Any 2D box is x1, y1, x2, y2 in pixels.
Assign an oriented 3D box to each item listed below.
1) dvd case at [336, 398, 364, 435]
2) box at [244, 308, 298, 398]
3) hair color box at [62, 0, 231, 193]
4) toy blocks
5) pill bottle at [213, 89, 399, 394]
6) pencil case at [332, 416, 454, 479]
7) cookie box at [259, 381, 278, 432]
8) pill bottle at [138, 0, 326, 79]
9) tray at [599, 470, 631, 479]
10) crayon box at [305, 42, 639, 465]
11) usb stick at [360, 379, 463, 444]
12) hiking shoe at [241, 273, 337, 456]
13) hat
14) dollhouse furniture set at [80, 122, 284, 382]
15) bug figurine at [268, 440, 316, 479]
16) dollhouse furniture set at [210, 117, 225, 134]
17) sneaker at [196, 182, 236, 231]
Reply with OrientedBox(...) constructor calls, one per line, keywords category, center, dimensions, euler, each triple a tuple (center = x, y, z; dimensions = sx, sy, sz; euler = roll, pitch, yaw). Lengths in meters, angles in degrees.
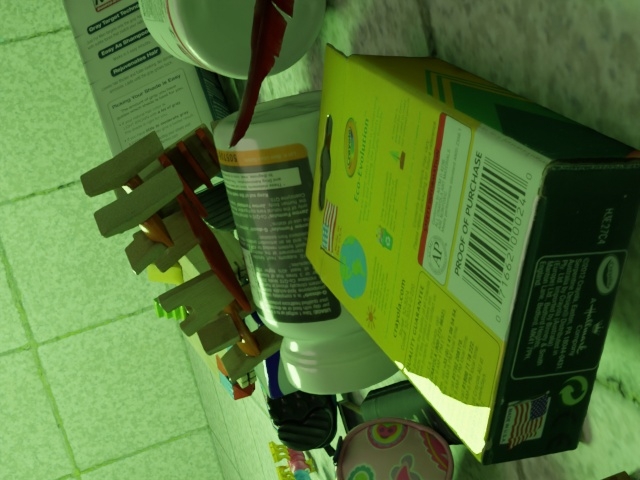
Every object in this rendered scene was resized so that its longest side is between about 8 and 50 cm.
OrientedBox(category="dvd case", center=(0.084, 0.307, 1.205), dimensions=(0.221, 0.018, 0.165), euler=(174, 78, -73))
OrientedBox(category="box", center=(-0.019, 0.114, 1.123), dimensions=(0.072, 0.137, 0.126), euler=(-129, 26, -52))
OrientedBox(category="hair color box", center=(-0.250, -0.239, 1.363), dimensions=(0.347, 0.174, 0.105), euler=(70, -166, 9))
OrientedBox(category="toy blocks", center=(-0.159, 0.144, 1.621), dimensions=(0.261, 0.190, 0.381), euler=(46, 151, 35))
OrientedBox(category="pill bottle", center=(0.000, 0.000, 0.894), dimensions=(0.162, 0.162, 0.278), euler=(-147, 42, -66))
OrientedBox(category="pencil case", center=(0.082, 0.291, 0.939), dimensions=(0.284, 0.124, 0.124), euler=(77, 167, -54))
OrientedBox(category="cookie box", center=(-0.076, 0.320, 1.714), dimensions=(0.092, 0.040, 0.107), euler=(-166, 59, -71))
OrientedBox(category="pill bottle", center=(-0.112, -0.269, 0.987), dimensions=(0.283, 0.160, 0.160), euler=(-142, 38, -65))
OrientedBox(category="tray", center=(0.203, 0.351, 0.751), dimensions=(0.411, 0.076, 0.203), euler=(103, 146, -60))
OrientedBox(category="crayon box", center=(0.085, -0.016, 0.655), dimensions=(0.318, 0.081, 0.202), euler=(-133, 44, -56))
OrientedBox(category="usb stick", center=(0.102, 0.186, 0.960), dimensions=(0.077, 0.045, 0.278), euler=(66, 163, 8))
OrientedBox(category="hiking shoe", center=(-0.049, 0.173, 1.345), dimensions=(0.132, 0.113, 0.304), euler=(56, -160, -67))
OrientedBox(category="hat", center=(-0.046, -0.224, 0.668), dimensions=(0.208, 0.183, 0.173), euler=(57, 170, 8))
OrientedBox(category="dollhouse furniture set", center=(-0.136, -0.017, 0.999), dimensions=(0.262, 0.135, 0.259), euler=(57, 179, -41))
OrientedBox(category="bug figurine", center=(-0.025, 0.495, 1.677), dimensions=(0.216, 0.072, 0.279), euler=(-120, 14, -56))
OrientedBox(category="dollhouse furniture set", center=(-0.076, -0.097, 1.113), dimensions=(0.151, 0.123, 0.144), euler=(-151, 46, -68))
OrientedBox(category="sneaker", center=(-0.185, -0.162, 1.474), dimensions=(0.146, 0.122, 0.331), euler=(60, -172, -78))
